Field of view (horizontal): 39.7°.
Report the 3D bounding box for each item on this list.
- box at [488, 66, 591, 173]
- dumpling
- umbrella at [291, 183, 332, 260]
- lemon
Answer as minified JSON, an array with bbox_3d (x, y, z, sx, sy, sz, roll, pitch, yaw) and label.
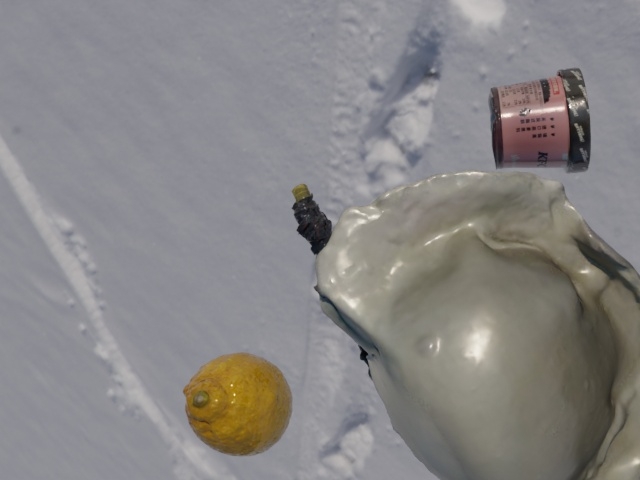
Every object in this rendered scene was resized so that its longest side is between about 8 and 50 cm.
[{"bbox_3d":[0.311,-0.169,1.280,0.135,0.151,0.151,-4,125,8],"label":"box"},{"bbox_3d":[0.084,0.047,0.394,0.188,0.127,0.108,54,171,-6],"label":"dumpling"},{"bbox_3d":[0.000,0.000,1.035,0.037,0.040,0.144,-45,63,47],"label":"umbrella"},{"bbox_3d":[-0.112,0.221,1.201,0.142,0.142,0.187,34,-178,28],"label":"lemon"}]
